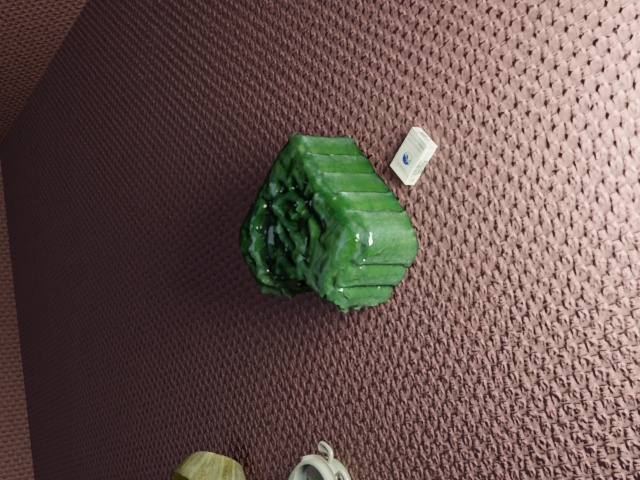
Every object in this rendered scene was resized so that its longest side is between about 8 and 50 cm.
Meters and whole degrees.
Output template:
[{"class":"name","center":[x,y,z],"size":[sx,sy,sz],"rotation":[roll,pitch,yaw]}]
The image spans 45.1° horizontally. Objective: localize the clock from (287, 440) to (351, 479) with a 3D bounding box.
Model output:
[{"class":"clock","center":[0.005,0.486,1.482],"size":[0.151,0.062,0.191],"rotation":[52,129,40]}]

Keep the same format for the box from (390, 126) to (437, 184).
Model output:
[{"class":"box","center":[0.156,-0.142,1.294],"size":[0.054,0.024,0.083],"rotation":[55,131,34]}]

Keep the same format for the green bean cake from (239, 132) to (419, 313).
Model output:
[{"class":"green bean cake","center":[0.000,0.000,1.389],"size":[0.308,0.169,0.300],"rotation":[56,132,34]}]

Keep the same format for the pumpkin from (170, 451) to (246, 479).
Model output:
[{"class":"pumpkin","center":[-0.234,0.555,1.754],"size":[0.217,0.217,0.110],"rotation":[-13,42,53]}]
